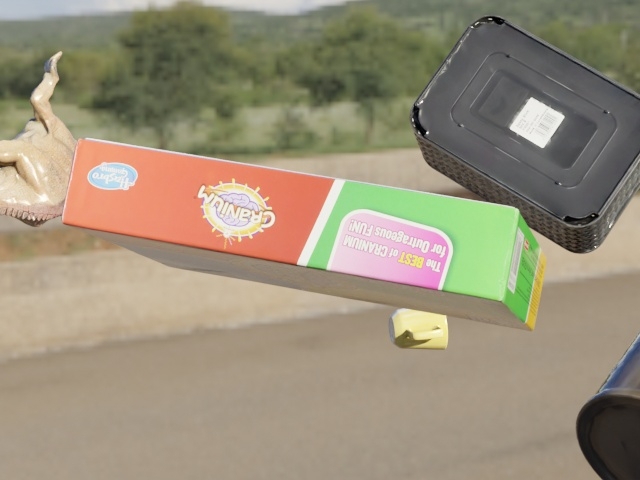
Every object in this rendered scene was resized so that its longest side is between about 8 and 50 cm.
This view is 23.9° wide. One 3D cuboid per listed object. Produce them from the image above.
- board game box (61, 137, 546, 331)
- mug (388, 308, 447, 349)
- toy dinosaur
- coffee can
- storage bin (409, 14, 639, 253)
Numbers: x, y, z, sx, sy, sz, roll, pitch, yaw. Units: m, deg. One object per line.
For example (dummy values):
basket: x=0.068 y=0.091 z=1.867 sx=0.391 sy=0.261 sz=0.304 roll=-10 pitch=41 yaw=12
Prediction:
board game box: x=0.000 y=0.000 z=1.135 sx=0.317 sy=0.064 sz=0.242 roll=10 pitch=-6 yaw=15
mug: x=0.119 y=0.104 z=1.855 sx=0.064 sy=0.062 sz=0.078 roll=-6 pitch=-23 yaw=-9
toy dinosaur: x=-0.304 y=-0.070 z=1.688 sx=0.127 sy=0.200 sz=0.295 roll=-33 pitch=11 yaw=35
coffee can: x=0.477 y=0.185 z=1.920 sx=0.202 sy=0.201 sz=0.275 roll=5 pitch=39 yaw=41
storage bin: x=0.177 y=-0.087 z=1.247 sx=0.180 sy=0.122 sz=0.084 roll=33 pitch=-8 yaw=19
